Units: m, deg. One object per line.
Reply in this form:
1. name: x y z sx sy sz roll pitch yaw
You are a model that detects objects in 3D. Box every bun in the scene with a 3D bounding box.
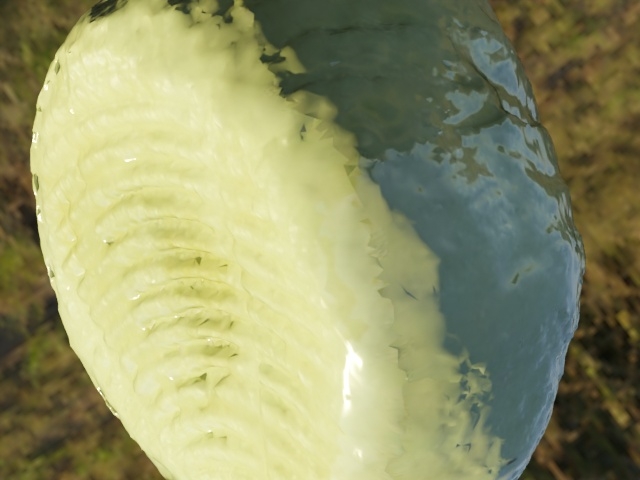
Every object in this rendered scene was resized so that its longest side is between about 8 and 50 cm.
1. bun: 0.000 0.000 0.497 0.118 0.195 0.195 -24 162 -35
